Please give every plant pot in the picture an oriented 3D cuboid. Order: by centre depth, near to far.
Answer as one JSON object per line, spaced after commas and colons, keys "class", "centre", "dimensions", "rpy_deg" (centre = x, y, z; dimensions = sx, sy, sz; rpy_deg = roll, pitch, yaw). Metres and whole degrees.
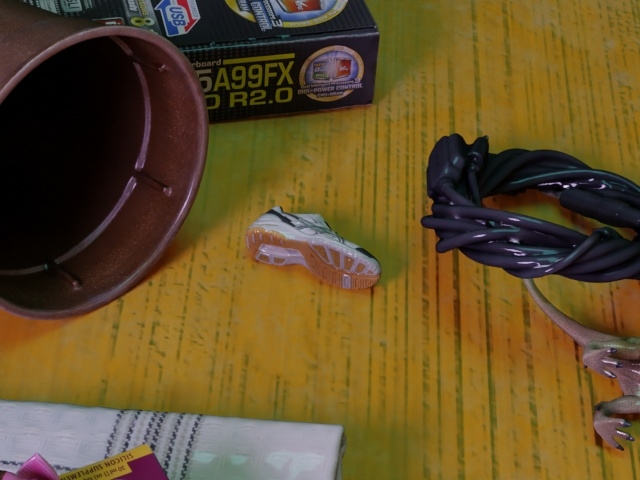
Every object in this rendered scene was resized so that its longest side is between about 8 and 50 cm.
{"class": "plant pot", "centre": [-0.177, -0.066, 1.012], "dimensions": [0.167, 0.167, 0.165], "rpy_deg": [-29, 42, -34]}

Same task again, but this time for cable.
{"class": "cable", "centre": [0.132, -0.008, 1.029], "dimensions": [0.150, 0.047, 0.184], "rpy_deg": [17, 18, -5]}

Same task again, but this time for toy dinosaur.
{"class": "toy dinosaur", "centre": [0.170, 0.068, 0.970], "dimensions": [0.183, 0.053, 0.092], "rpy_deg": [19, 24, 24]}

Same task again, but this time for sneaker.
{"class": "sneaker", "centre": [0.000, 0.000, 1.038], "dimensions": [0.083, 0.032, 0.037], "rpy_deg": [20, 42, 17]}

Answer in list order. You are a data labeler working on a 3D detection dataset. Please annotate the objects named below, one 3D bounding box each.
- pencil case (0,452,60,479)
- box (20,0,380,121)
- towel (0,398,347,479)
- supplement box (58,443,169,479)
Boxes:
{"class": "pencil case", "centre": [-0.109, 0.179, 0.692], "dimensions": [0.098, 0.095, 0.209], "rpy_deg": [-28, 51, -10]}
{"class": "box", "centre": [-0.100, -0.179, 1.226], "dimensions": [0.216, 0.060, 0.270], "rpy_deg": [-7, 41, -12]}
{"class": "towel", "centre": [-0.113, 0.188, 0.781], "dimensions": [0.324, 0.056, 0.312], "rpy_deg": [8, 39, 3]}
{"class": "supplement box", "centre": [-0.081, 0.136, 0.780], "dimensions": [0.055, 0.043, 0.083], "rpy_deg": [-18, 46, -22]}
